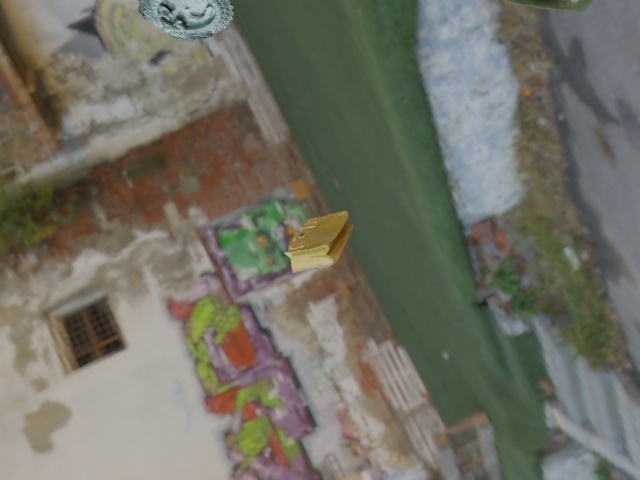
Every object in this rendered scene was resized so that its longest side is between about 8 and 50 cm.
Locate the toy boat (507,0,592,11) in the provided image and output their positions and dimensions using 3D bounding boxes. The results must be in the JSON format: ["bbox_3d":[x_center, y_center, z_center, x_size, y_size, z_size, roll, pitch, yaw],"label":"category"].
[{"bbox_3d":[0.163,-0.240,0.950,0.185,0.089,0.071,12,-151,-46],"label":"toy boat"}]

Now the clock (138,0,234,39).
[{"bbox_3d":[-0.109,-0.190,0.927,0.074,0.083,0.010,27,-121,-35],"label":"clock"}]

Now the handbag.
[{"bbox_3d":[0.000,0.000,1.280,0.027,0.061,0.083,67,-153,-24],"label":"handbag"}]
